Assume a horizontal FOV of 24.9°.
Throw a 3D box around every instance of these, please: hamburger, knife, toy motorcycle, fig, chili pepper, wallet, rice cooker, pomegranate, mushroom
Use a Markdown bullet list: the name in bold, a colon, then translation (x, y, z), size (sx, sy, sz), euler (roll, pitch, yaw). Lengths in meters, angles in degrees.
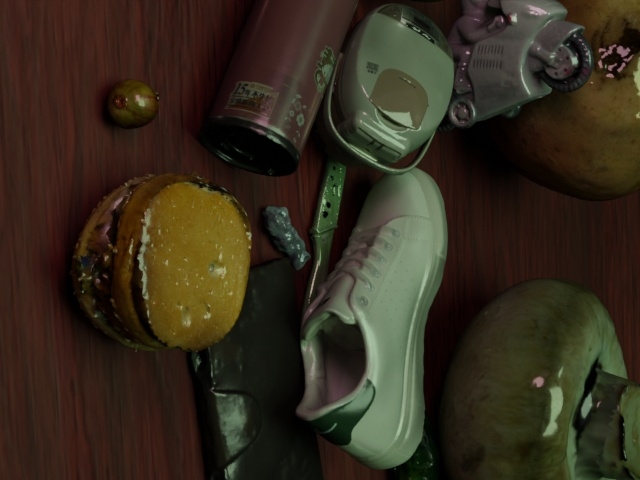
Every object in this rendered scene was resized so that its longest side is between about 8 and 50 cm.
- **hamburger**: translation (-0.153, 0.016, 1.428), size (0.182, 0.118, 0.191), euler (45, 62, -45)
- **knife**: translation (0.002, 0.000, 1.687), size (0.043, 0.020, 0.293), euler (26, 70, -51)
- **toy motorcycle**: translation (0.207, -0.230, 1.749), size (0.110, 0.260, 0.171), euler (-14, 89, -48)
- **fig**: translation (-0.180, -0.137, 1.452), size (0.083, 0.050, 0.050), euler (-20, 107, -68)
- **chili pepper**: translation (0.098, 0.252, 1.779), size (0.122, 0.065, 0.279), euler (-39, 119, -27)
- **wallet**: translation (-0.066, 0.182, 1.597), size (0.165, 0.042, 0.310), euler (-18, 105, -50)
- **rice cooker**: translation (0.071, -0.172, 1.669), size (0.145, 0.127, 0.206), euler (30, 66, -19)
- **pomegranate**: translation (0.354, -0.214, 1.886), size (0.322, 0.322, 0.322), euler (-2, 93, -50)
- **mushroom**: translation (0.292, 0.224, 1.848), size (0.352, 0.260, 0.352), euler (-8, 99, -56)

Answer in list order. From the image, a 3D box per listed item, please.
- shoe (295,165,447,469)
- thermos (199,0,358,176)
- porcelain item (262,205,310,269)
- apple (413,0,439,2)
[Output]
- **shoe**: translation (0.045, 0.065, 1.640), size (0.160, 0.131, 0.363), euler (29, 60, -43)
- **thermos**: translation (-0.016, -0.232, 1.587), size (0.136, 0.109, 0.330), euler (38, 62, -40)
- **porcelain item**: translation (-0.040, -0.005, 1.632), size (0.083, 0.028, 0.036), euler (61, 32, -30)
- **apple**: translation (0.117, -0.377, 1.685), size (0.157, 0.196, 0.196), euler (-3, 94, -39)
